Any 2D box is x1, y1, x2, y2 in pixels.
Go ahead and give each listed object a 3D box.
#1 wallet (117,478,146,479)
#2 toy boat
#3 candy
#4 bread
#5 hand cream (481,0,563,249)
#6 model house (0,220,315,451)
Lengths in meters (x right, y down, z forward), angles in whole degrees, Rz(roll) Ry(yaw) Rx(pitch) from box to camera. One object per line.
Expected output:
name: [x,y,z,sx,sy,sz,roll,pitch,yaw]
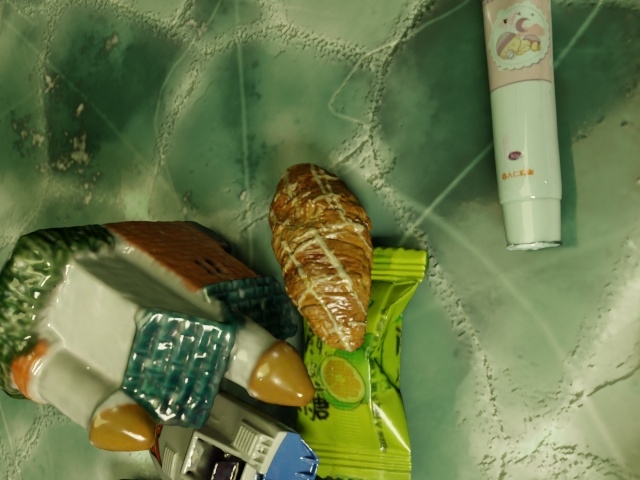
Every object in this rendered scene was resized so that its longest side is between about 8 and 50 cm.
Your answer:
wallet: [-0.091,0.370,0.857,0.378,0.051,0.197,-9,80,30]
toy boat: [-0.130,0.228,0.845,0.295,0.088,0.129,12,83,52]
candy: [0.035,0.125,0.786,0.149,0.069,0.246,0,86,33]
bread: [0.000,0.000,0.775,0.105,0.076,0.233,-24,58,14]
hand cream: [0.191,-0.157,0.722,0.085,0.058,0.331,-11,76,50]
model house: [-0.142,0.117,0.775,0.301,0.271,0.190,27,106,28]
